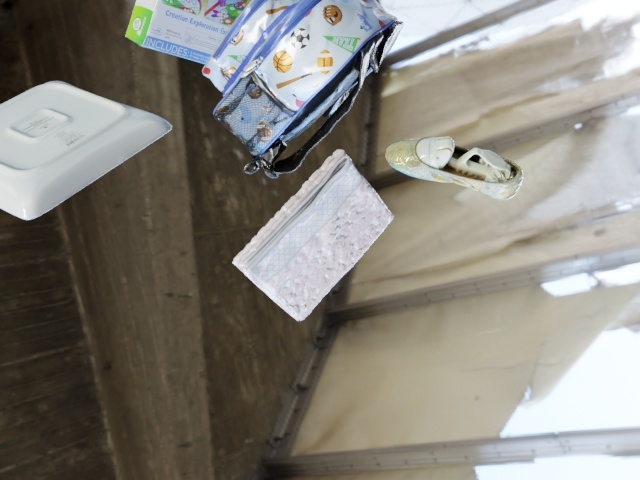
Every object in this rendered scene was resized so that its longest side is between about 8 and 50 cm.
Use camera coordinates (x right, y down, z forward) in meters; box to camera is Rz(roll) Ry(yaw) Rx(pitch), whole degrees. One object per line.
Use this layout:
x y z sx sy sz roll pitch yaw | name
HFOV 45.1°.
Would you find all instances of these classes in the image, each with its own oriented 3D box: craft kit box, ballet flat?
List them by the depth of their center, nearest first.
-0.150 -0.393 1.182 0.250 0.061 0.246 5 -65 -50 | craft kit box
0.339 -0.198 1.916 0.349 0.123 0.123 18 -125 -4 | ballet flat

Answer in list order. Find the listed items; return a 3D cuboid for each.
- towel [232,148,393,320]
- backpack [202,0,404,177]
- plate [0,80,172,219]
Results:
0.000 0.000 1.667 0.332 0.053 0.317 -47 -33 -3 | towel
-0.020 -0.269 1.129 0.213 0.263 0.276 48 -141 -12 | backpack
-0.411 -0.156 1.144 0.277 0.278 0.045 -43 -38 -37 | plate
